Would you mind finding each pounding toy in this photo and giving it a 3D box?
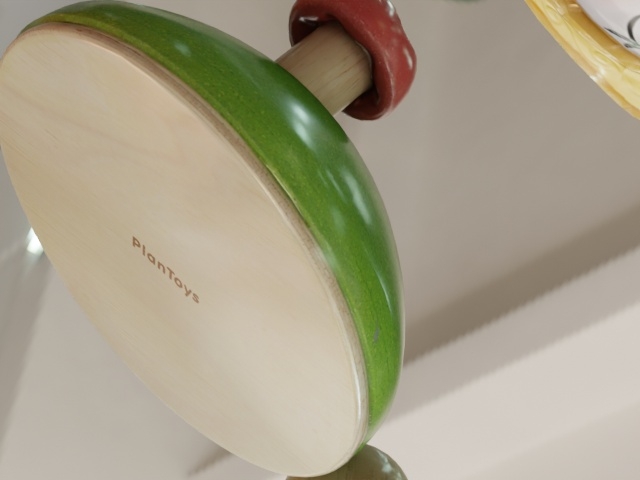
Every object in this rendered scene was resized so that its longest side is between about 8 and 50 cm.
[{"bbox_3d":[0.000,0.000,0.621,0.110,0.237,0.183,-39,-175,-28],"label":"pounding toy"}]

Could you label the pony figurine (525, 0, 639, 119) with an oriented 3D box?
[{"bbox_3d":[-0.011,-0.137,0.262,0.303,0.351,0.363,-48,172,2],"label":"pony figurine"}]
